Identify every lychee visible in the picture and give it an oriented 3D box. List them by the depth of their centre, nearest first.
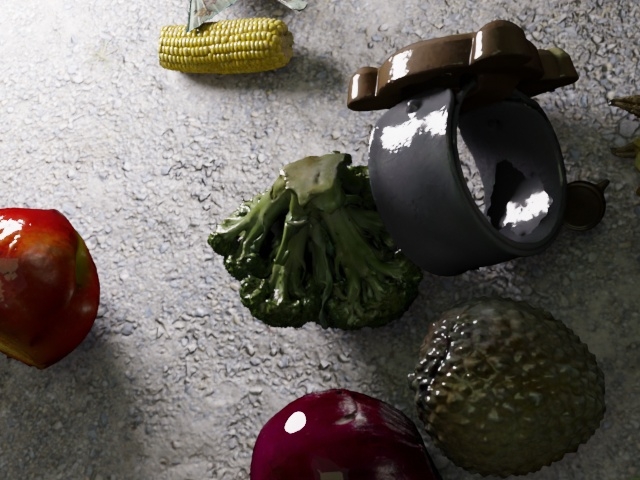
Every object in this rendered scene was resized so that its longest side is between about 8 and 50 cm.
[{"bbox_3d":[0.253,0.201,1.642,0.274,0.255,0.255,3,71,25],"label":"lychee"}]

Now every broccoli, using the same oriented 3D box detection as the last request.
[{"bbox_3d":[0.000,0.000,1.778,0.321,0.283,0.304,-18,53,-7],"label":"broccoli"}]

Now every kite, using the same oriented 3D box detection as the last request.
[{"bbox_3d":[-0.118,-0.463,2.083,0.335,0.011,0.314,-40,47,-18],"label":"kite"}]

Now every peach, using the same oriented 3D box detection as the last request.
[{"bbox_3d":[-0.531,0.082,1.907,0.338,0.281,0.281,-14,67,6],"label":"peach"}]

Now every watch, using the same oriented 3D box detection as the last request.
[{"bbox_3d":[0.236,-0.120,1.737,0.314,0.335,0.327,-14,81,42],"label":"watch"}]

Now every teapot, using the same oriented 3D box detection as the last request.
[{"bbox_3d":[0.390,-0.050,1.803,0.121,0.068,0.076,-44,85,21],"label":"teapot"}]

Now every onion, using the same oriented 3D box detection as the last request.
[{"bbox_3d":[0.041,0.363,1.649,0.282,0.260,0.336,-12,67,6],"label":"onion"}]

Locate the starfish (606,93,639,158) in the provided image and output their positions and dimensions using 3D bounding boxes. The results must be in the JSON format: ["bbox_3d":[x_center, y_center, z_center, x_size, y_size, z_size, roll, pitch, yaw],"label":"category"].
[{"bbox_3d":[0.555,-0.175,1.810,0.227,0.043,0.240,-6,73,16],"label":"starfish"}]

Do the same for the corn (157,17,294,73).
[{"bbox_3d":[-0.166,-0.333,2.051,0.244,0.093,0.093,0,70,21],"label":"corn"}]

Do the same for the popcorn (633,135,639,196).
[{"bbox_3d":[0.565,-0.064,1.667,0.252,0.215,0.286,-16,81,33],"label":"popcorn"}]
